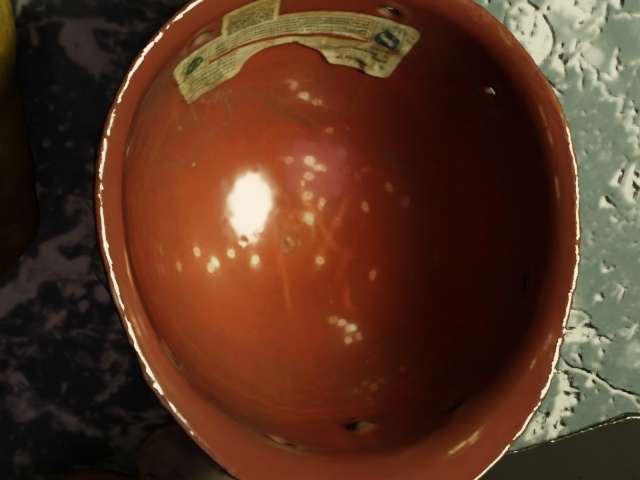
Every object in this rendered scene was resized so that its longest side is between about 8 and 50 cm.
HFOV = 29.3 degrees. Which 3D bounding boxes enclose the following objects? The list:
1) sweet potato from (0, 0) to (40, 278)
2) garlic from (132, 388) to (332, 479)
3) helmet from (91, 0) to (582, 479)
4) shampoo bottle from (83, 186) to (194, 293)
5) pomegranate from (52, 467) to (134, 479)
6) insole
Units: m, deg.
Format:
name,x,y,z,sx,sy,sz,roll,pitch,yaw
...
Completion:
name,x,y,z,sx,sy,sz,roll,pitch,yaw
sweet potato,-0.296,-0.106,0.911,0.157,0.158,0.370,-1,119,-4
garlic,-0.056,0.226,1.000,0.245,0.160,0.245,-3,99,-21
helmet,0.000,0.000,0.924,0.337,0.230,0.385,-14,90,-14
shampoo bottle,-0.107,0.074,1.049,0.092,0.092,0.303,-27,117,9
pomegranate,-0.184,0.324,1.104,0.248,0.248,0.248,-2,117,-4
insole,0.173,0.239,1.207,0.348,0.009,0.119,-15,119,3
